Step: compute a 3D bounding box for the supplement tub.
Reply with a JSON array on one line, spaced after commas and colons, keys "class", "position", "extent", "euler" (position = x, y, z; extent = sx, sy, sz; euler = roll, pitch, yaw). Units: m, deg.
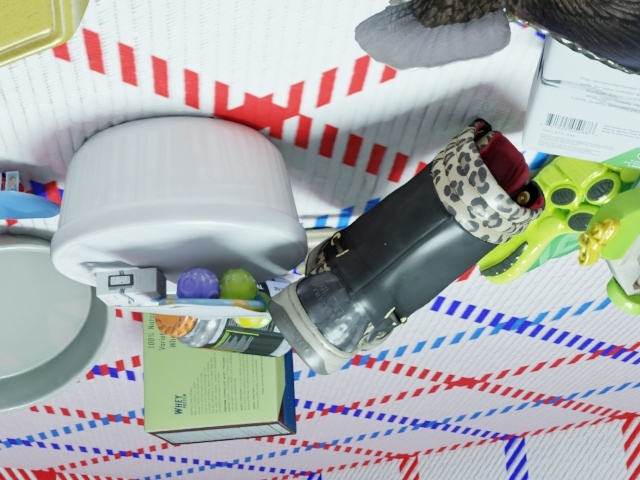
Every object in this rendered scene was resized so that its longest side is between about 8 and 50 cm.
[{"class": "supplement tub", "position": [-0.128, 0.097, 1.967], "extent": [0.190, 0.117, 0.117], "euler": [11, 157, -38]}]

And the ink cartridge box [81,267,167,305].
[{"class": "ink cartridge box", "position": [-0.212, 0.051, 1.525], "extent": [0.083, 0.028, 0.048], "euler": [-4, 163, 7]}]

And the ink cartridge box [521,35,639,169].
[{"class": "ink cartridge box", "position": [0.267, -0.149, 1.219], "extent": [0.153, 0.087, 0.208], "euler": [11, 156, 3]}]

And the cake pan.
[{"class": "cake pan", "position": [-0.413, 0.105, 1.823], "extent": [0.293, 0.054, 0.293], "euler": [-14, 134, -15]}]

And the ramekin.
[{"class": "ramekin", "position": [-0.153, -0.037, 1.519], "extent": [0.273, 0.127, 0.273], "euler": [-4, 163, -1]}]

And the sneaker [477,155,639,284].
[{"class": "sneaker", "position": [0.297, -0.046, 1.662], "extent": [0.123, 0.109, 0.295], "euler": [-27, 178, -43]}]

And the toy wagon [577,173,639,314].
[{"class": "toy wagon", "position": [0.405, -0.031, 1.529], "extent": [0.344, 0.068, 0.267], "euler": [-5, 139, -32]}]

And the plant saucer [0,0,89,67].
[{"class": "plant saucer", "position": [-0.288, -0.173, 0.930], "extent": [0.333, 0.081, 0.333], "euler": [-24, 166, -14]}]

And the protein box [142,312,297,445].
[{"class": "protein box", "position": [-0.151, 0.195, 2.131], "extent": [0.201, 0.199, 0.136], "euler": [-6, 162, 10]}]

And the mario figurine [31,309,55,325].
[{"class": "mario figurine", "position": [-0.527, 0.081, 1.905], "extent": [0.321, 0.170, 0.198], "euler": [-9, 128, -16]}]

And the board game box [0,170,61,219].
[{"class": "board game box", "position": [-0.374, -0.053, 1.587], "extent": [0.169, 0.033, 0.133], "euler": [-2, 168, 11]}]

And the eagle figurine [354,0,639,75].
[{"class": "eagle figurine", "position": [0.142, -0.195, 0.982], "extent": [0.225, 0.226, 0.298], "euler": [-31, 150, 15]}]

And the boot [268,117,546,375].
[{"class": "boot", "position": [0.110, -0.006, 1.558], "extent": [0.284, 0.138, 0.377], "euler": [-40, 176, 19]}]

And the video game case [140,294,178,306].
[{"class": "video game case", "position": [-0.217, 0.035, 1.713], "extent": [0.019, 0.143, 0.157], "euler": [-54, 158, 12]}]

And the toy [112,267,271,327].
[{"class": "toy", "position": [-0.109, 0.058, 1.514], "extent": [0.137, 0.056, 0.237], "euler": [-2, 171, 18]}]

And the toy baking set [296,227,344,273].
[{"class": "toy baking set", "position": [-0.006, 0.000, 1.835], "extent": [0.197, 0.030, 0.256], "euler": [5, 161, -33]}]
